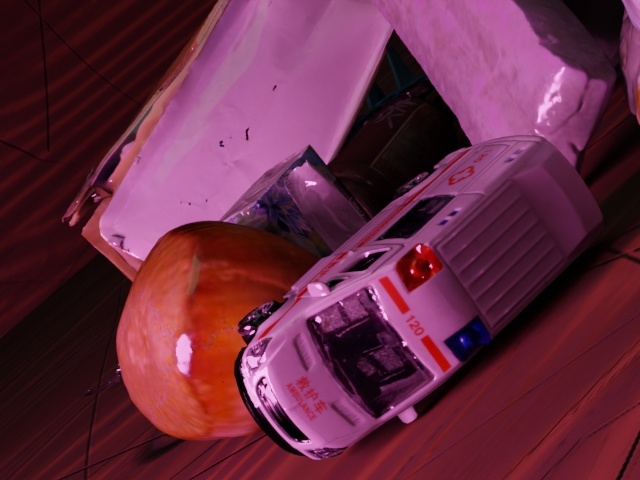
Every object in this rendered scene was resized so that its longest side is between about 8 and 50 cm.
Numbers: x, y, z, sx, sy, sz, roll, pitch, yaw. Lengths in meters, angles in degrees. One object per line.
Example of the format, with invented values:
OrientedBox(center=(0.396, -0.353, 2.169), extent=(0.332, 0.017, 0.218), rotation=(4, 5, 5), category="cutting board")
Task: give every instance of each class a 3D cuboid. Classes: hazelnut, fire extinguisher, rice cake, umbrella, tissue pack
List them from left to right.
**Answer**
OrientedBox(center=(-0.154, 0.108, 1.680), extent=(0.149, 0.022, 0.022), rotation=(-27, -11, 25), category="umbrella")
OrientedBox(center=(-0.049, 0.059, 1.170), extent=(0.150, 0.150, 0.150), rotation=(-38, 9, 7), category="hazelnut")
OrientedBox(center=(0.001, 0.000, 1.272), extent=(0.079, 0.111, 0.085), rotation=(-30, 13, 42), category="tissue pack")
OrientedBox(center=(0.077, -0.065, 1.476), extent=(0.106, 0.075, 0.252), rotation=(2, 29, 28), category="fire extinguisher")
OrientedBox(center=(0.096, -0.146, 1.209), extent=(0.298, 0.050, 0.106), rotation=(61, 141, 45), category="rice cake")

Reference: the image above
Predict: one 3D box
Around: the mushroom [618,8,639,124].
OrientedBox(center=(0.206, -0.094, 1.016), extent=(0.092, 0.081, 0.223), rotation=(-35, 10, 11), category="mushroom")

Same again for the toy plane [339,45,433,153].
OrientedBox(center=(0.044, -0.094, 1.718), extent=(0.169, 0.078, 0.246), rotation=(-33, 17, 36), category="toy plane")

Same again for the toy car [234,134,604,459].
OrientedBox(center=(0.053, 0.029, 0.986), extent=(0.210, 0.089, 0.108), rotation=(-40, 13, -29), category="toy car")

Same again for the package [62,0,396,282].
OrientedBox(center=(-0.072, -0.099, 1.559), extent=(0.311, 0.165, 0.221), rotation=(-61, 9, -13), category="package")

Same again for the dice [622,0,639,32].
OrientedBox(center=(0.240, -0.302, 0.866), extent=(0.328, 0.348, 0.330), rotation=(-22, 13, 11), category="dice")

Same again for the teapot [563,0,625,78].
OrientedBox(center=(0.199, -0.272, 1.346), extent=(0.239, 0.239, 0.321), rotation=(-26, -42, -44), category="teapot")
